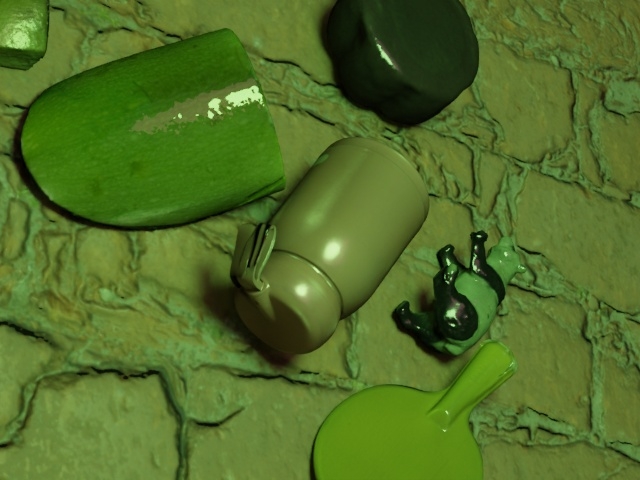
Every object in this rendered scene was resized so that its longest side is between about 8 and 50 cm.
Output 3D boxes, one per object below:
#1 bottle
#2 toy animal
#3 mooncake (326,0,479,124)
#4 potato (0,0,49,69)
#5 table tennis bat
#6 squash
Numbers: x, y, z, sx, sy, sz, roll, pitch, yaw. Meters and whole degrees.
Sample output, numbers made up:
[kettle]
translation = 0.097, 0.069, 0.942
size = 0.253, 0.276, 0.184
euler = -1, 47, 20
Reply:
[bottle]
translation = 0.000, 0.000, 1.657
size = 0.297, 0.173, 0.206
euler = -52, 131, -34
[toy animal]
translation = 0.215, 0.070, 1.829
size = 0.121, 0.094, 0.225
euler = 49, 51, -9
[mooncake]
translation = 0.124, -0.296, 1.894
size = 0.245, 0.133, 0.245
euler = 14, 64, -29
[potato]
translation = -0.409, -0.297, 1.567
size = 0.120, 0.081, 0.149
euler = 4, 69, -35
[table tennis bat]
translation = 0.143, 0.257, 1.693
size = 0.224, 0.054, 0.369
euler = 38, 56, 14
[squash]
translation = -0.226, -0.127, 1.635
size = 0.309, 0.210, 0.233
euler = -21, 84, -9
